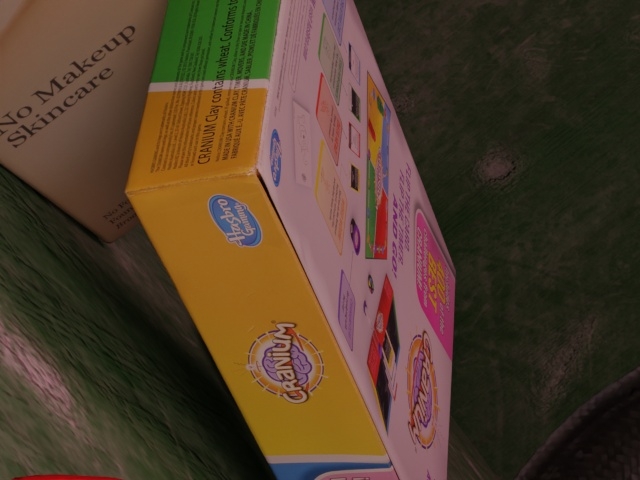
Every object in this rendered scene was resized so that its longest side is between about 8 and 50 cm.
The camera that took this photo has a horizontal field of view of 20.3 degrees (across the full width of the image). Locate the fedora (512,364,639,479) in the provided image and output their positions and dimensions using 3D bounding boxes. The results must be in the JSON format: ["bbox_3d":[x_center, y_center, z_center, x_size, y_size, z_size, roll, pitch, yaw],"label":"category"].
[{"bbox_3d":[0.137,0.190,0.607,0.152,0.334,0.334,-2,48,-52],"label":"fedora"}]

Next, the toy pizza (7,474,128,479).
[{"bbox_3d":[-0.011,0.099,0.470,0.201,0.032,0.201,14,8,-2],"label":"toy pizza"}]

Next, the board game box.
[{"bbox_3d":[0.000,0.000,0.960,0.242,0.064,0.316,-83,157,-46],"label":"board game box"}]

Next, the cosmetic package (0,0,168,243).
[{"bbox_3d":[-0.146,-0.128,0.989,0.113,0.160,0.309,54,5,25],"label":"cosmetic package"}]
